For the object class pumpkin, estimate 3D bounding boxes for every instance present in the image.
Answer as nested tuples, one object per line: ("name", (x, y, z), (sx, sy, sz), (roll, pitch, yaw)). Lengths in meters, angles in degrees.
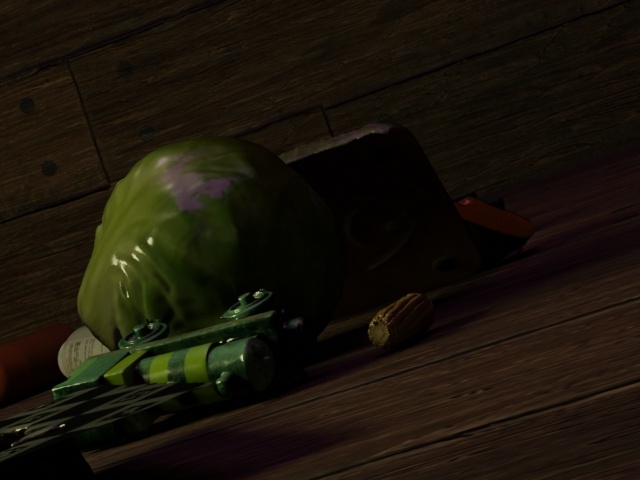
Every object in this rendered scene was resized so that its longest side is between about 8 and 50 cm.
("pumpkin", (0.091, 0.015, 1.759), (0.278, 0.163, 0.111), (20, 16, -18))

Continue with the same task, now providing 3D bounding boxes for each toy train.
("toy train", (-0.104, 0.107, 1.319), (0.200, 0.083, 0.132), (-18, 13, 26))

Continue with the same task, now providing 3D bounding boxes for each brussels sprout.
("brussels sprout", (-0.097, 0.026, 1.469), (0.244, 0.244, 0.244), (-19, 2, 1))

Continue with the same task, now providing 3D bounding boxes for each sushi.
("sushi", (-0.230, 0.166, 1.050), (0.292, 0.059, 0.294), (-20, 2, -20))

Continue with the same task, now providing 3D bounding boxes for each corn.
("corn", (0.067, 0.066, 1.328), (0.037, 0.037, 0.092), (-18, 1, 29))

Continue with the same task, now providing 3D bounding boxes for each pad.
("pad", (0.000, 0.000, 1.645), (0.284, 0.018, 0.286), (-18, -36, 14))

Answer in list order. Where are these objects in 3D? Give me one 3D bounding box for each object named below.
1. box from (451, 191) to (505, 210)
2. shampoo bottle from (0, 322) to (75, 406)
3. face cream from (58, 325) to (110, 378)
("box", (0.198, -0.020, 2.077), (0.054, 0.074, 0.099), (0, 13, 38))
("shampoo bottle", (-0.431, 0.181, 2.217), (0.085, 0.085, 0.244), (-17, 1, 39))
("face cream", (-0.239, 0.129, 1.837), (0.082, 0.082, 0.269), (-20, 3, -25))
